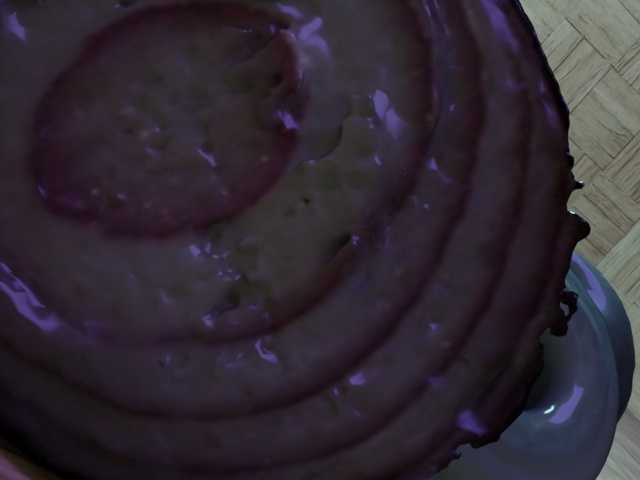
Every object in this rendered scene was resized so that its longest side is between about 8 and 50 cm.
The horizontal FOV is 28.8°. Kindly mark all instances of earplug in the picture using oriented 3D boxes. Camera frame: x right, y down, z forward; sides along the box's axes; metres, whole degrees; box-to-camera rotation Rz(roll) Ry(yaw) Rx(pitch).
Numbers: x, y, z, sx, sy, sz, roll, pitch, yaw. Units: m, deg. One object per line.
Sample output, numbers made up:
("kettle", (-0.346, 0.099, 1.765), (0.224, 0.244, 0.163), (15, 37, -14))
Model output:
("earplug", (0.132, 0.094, 0.937), (0.325, 0.175, 0.214), (-5, 74, -69))

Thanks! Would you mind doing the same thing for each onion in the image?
("onion", (-0.044, -0.009, 0.571), (0.280, 0.314, 0.146), (65, -19, -1))
